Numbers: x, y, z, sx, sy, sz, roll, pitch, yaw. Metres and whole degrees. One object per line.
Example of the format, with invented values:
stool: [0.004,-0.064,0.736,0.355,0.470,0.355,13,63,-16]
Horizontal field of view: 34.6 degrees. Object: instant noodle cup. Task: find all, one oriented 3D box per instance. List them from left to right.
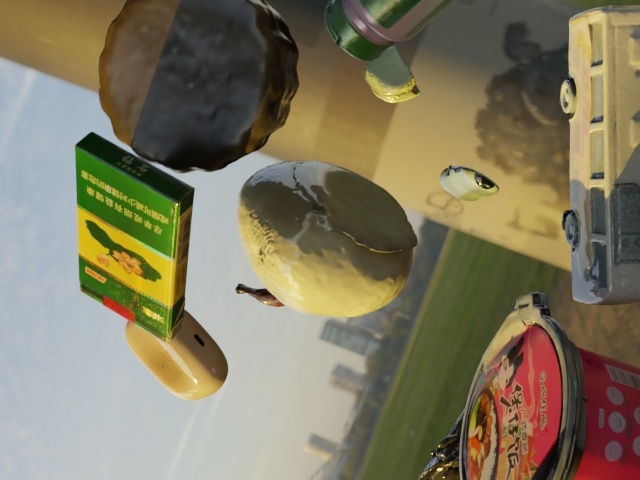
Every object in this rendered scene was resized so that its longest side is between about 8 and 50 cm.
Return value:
instant noodle cup: [0.292,0.224,1.161,0.258,0.182,0.302,176,107,-76]

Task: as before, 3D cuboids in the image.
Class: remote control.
remote control: [0.288,-0.111,2.026,0.045,0.097,0.256,-58,3,-4]

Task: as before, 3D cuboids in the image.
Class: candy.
candy: [0.000,0.000,1.464,0.185,0.296,0.295,-62,-3,22]

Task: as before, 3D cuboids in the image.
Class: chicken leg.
chicken leg: [-0.063,0.079,1.665,0.037,0.145,0.062,92,161,-67]

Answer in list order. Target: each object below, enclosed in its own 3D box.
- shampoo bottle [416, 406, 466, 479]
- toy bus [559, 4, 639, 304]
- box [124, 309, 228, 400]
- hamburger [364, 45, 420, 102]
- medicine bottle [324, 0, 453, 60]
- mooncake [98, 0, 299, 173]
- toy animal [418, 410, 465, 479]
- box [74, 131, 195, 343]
shampoo bottle: [0.268,0.408,1.940,0.323,0.084,0.129,-48,-42,-31]
toy bus: [0.344,-0.094,1.178,0.138,0.097,0.342,-152,59,-82]
box: [-0.251,0.192,1.792,0.146,0.200,0.088,-26,18,43]
hamburger: [0.133,-0.320,2.006,0.121,0.084,0.054,67,-174,29]
medicine bottle: [0.127,-0.367,1.421,0.274,0.133,0.133,-39,15,39]
mooncake: [-0.135,-0.190,1.181,0.124,0.228,0.228,-22,-47,-72]
toy animal: [0.198,0.319,1.488,0.148,0.084,0.232,-33,-28,-17]
box: [-0.202,0.003,1.104,0.034,0.132,0.235,-50,-19,-40]
